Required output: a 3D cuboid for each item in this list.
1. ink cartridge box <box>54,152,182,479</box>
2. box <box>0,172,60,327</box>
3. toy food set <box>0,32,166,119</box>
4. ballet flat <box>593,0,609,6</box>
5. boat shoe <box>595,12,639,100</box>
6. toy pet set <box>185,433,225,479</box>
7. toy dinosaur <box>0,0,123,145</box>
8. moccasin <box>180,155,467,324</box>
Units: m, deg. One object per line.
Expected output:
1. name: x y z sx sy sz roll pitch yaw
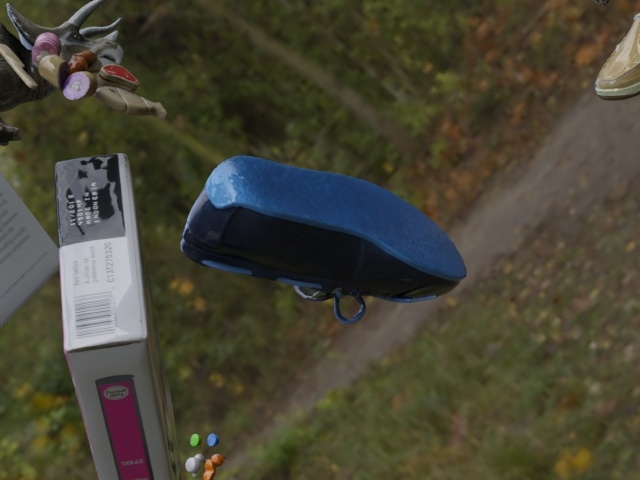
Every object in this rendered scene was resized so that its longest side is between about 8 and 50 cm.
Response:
1. ink cartridge box: -0.152 0.118 1.215 0.371 0.069 0.176 85 175 -51
2. box: -0.443 -0.035 1.436 0.168 0.345 0.215 -26 16 33
3. toy food set: -0.172 -0.124 1.107 0.122 0.078 0.019 7 -58 -48
4. ballet flat: 0.310 -0.318 1.697 0.041 0.114 0.041 -18 11 4
5. boat shoe: 0.370 -0.227 1.743 0.068 0.072 0.190 10 37 38
6. toy pet set: -0.150 0.296 1.845 0.122 0.065 0.114 -7 71 44
7. toy dinosaur: -0.336 -0.164 1.330 0.121 0.313 0.160 -35 46 50
8. moccasin: 0.000 0.000 1.562 0.117 0.342 0.138 -50 41 26
